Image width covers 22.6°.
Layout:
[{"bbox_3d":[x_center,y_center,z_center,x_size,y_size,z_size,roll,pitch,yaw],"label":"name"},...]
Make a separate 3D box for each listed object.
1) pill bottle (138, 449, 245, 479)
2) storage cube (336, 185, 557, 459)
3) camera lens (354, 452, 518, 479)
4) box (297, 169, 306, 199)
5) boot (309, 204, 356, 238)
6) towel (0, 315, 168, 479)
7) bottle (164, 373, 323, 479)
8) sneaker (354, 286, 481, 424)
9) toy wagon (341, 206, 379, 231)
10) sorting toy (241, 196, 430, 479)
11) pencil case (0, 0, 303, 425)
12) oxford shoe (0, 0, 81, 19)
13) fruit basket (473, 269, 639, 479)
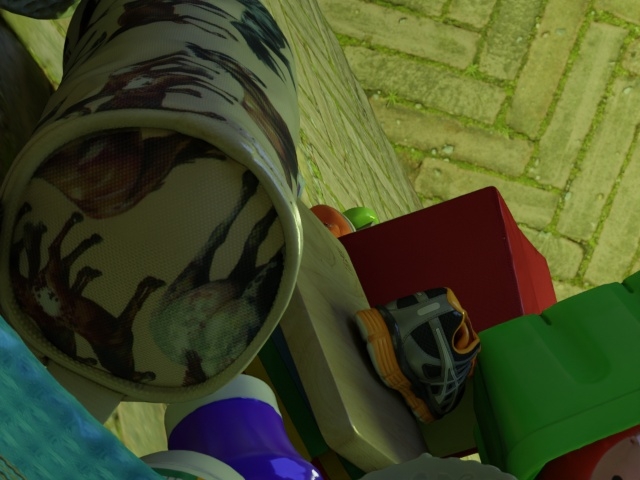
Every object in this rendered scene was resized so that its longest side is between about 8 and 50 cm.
[{"bbox_3d":[-0.074,0.161,0.659,0.117,0.117,0.208,62,10,-8],"label":"pill bottle"},{"bbox_3d":[0.130,0.091,1.588,0.183,0.215,0.193,46,31,-55],"label":"storage cube"},{"bbox_3d":[0.101,0.286,0.949,0.274,0.219,0.219,56,12,-38],"label":"camera lens"},{"bbox_3d":[-0.111,-0.148,1.494,0.293,0.057,0.201,62,9,-10],"label":"box"},{"bbox_3d":[0.000,0.000,1.701,0.084,0.059,0.158,51,16,-35],"label":"boot"},{"bbox_3d":[-0.176,0.010,0.438,0.370,0.040,0.271,46,12,-2],"label":"towel"},{"bbox_3d":[-0.026,0.195,0.823,0.092,0.118,0.283,44,21,-44],"label":"bottle"},{"bbox_3d":[0.096,0.094,1.330,0.084,0.083,0.215,65,8,19],"label":"sneaker"},{"bbox_3d":[0.120,0.120,1.974,0.344,0.068,0.267,52,15,-49],"label":"toy wagon"},{"bbox_3d":[-0.016,0.087,1.266,0.255,0.089,0.257,68,10,26],"label":"sorting toy"},{"bbox_3d":[-0.100,-0.054,0.966,0.160,0.183,0.410,41,15,-16],"label":"pencil case"},{"bbox_3d":[-0.226,-0.273,0.964,0.130,0.169,0.449,43,1,25],"label":"oxford shoe"},{"bbox_3d":[0.335,0.218,1.357,0.283,0.392,0.392,83,-10,-51],"label":"fruit basket"}]
